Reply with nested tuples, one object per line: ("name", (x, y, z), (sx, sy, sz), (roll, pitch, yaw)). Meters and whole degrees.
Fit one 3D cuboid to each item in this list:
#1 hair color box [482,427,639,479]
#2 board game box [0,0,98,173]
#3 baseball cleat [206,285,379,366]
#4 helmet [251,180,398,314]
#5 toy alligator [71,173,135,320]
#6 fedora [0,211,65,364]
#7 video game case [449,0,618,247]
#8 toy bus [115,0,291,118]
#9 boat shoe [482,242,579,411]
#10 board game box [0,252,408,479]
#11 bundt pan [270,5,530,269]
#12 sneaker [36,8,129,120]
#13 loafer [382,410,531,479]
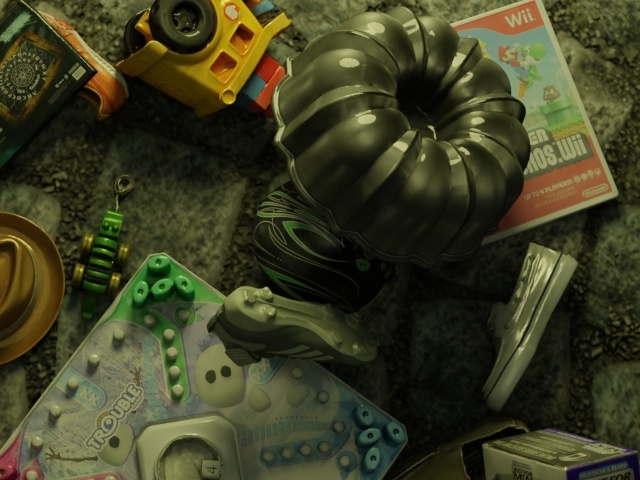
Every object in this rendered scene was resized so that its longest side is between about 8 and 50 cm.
("hair color box", (0.289, 0.400, 1.814), (0.110, 0.185, 0.339), (-10, 96, -23))
("board game box", (-0.377, -0.182, 1.909), (0.186, 0.026, 0.126), (-45, 89, 6))
("baseball cleat", (-0.037, 0.113, 1.858), (0.205, 0.109, 0.072), (24, 40, -26))
("helmet", (0.000, 0.000, 1.907), (0.161, 0.169, 0.169), (37, 76, -19))
("toy alligator", (-0.259, 0.003, 1.911), (0.056, 0.051, 0.190), (16, 78, -6))
("fedora", (-0.396, 0.052, 1.867), (0.194, 0.079, 0.194), (2, 79, -9))
("video game case", (0.241, -0.154, 2.036), (0.204, 0.025, 0.285), (-19, 83, -12))
("toy bus", (-0.112, -0.256, 1.946), (0.211, 0.149, 0.220), (35, 73, -15))
("boat shoe", (0.242, 0.106, 1.969), (0.075, 0.083, 0.226), (27, 65, 8))
("board game box", (-0.155, 0.269, 1.866), (0.390, 0.050, 0.390), (36, 77, 3))
("bundt pan", (0.112, -0.140, 1.868), (0.330, 0.124, 0.331), (15, 56, -23))
("sneaker", (-0.314, -0.220, 1.937), (0.175, 0.064, 0.067), (41, 73, 0))
("loafer", (0.155, 0.285, 1.907), (0.251, 0.087, 0.094), (-36, 87, -14))
